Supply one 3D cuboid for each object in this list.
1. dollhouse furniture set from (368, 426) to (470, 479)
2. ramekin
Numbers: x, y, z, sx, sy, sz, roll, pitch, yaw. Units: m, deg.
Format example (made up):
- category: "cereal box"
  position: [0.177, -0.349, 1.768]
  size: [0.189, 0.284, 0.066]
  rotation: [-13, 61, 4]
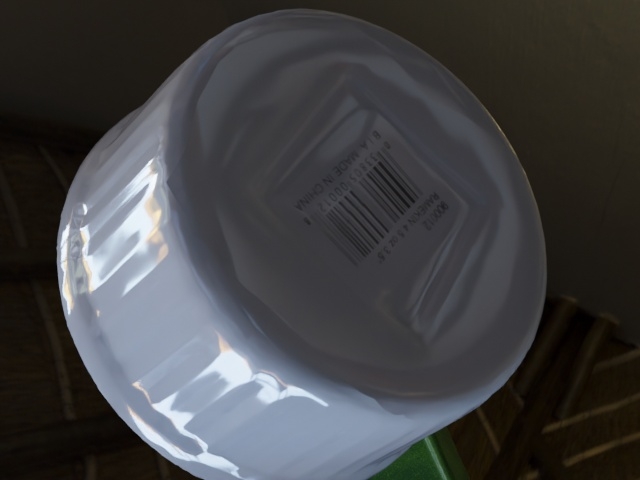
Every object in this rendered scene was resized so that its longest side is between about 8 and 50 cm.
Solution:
- category: "dollhouse furniture set"
  position: [0.113, 0.295, 0.965]
  size: [0.151, 0.197, 0.301]
  rotation: [-23, -87, 18]
- category: "ramekin"
  position: [0.000, 0.000, 0.560]
  size: [0.277, 0.135, 0.277]
  rotation: [15, -121, -26]
